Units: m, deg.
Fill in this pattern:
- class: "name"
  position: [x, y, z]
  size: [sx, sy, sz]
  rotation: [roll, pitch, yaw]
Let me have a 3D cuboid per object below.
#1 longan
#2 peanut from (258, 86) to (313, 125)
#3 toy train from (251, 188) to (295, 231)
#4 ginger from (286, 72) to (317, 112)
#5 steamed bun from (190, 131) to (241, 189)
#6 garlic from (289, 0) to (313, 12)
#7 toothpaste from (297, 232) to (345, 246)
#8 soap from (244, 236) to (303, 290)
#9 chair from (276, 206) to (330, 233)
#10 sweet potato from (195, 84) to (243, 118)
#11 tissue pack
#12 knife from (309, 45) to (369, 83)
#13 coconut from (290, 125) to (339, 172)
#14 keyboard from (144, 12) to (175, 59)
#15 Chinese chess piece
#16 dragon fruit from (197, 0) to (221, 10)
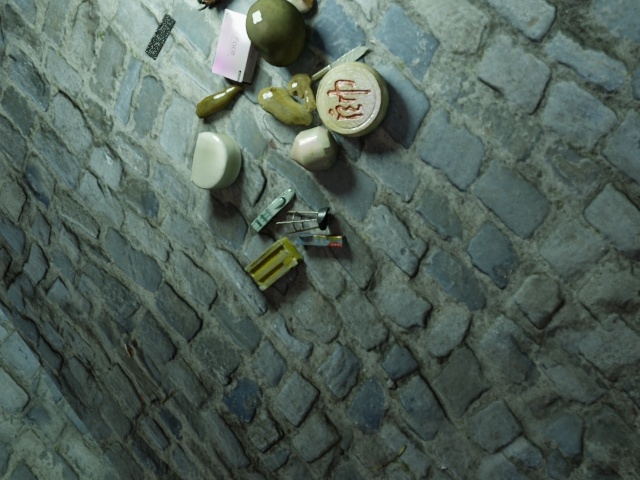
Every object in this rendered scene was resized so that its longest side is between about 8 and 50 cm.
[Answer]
- class: "longan"
  position: [-0.166, -0.768, 1.708]
  size: [0.215, 0.246, 0.245]
  rotation: [-25, 92, 44]
- class: "peanut"
  position: [-0.135, -0.523, 1.823]
  size: [0.237, 0.120, 0.110]
  rotation: [28, 144, 7]
- class: "toy train"
  position: [-0.196, -0.131, 1.959]
  size: [0.234, 0.051, 0.052]
  rotation: [-43, 89, 23]
- class: "ginger"
  position: [-0.073, -0.565, 1.775]
  size: [0.096, 0.067, 0.165]
  rotation: [-14, 78, -6]
- class: "steamed bun"
  position: [-0.429, -0.324, 1.951]
  size: [0.164, 0.146, 0.241]
  rotation: [20, 106, 19]
- class: "garlic"
  position: [-0.085, -0.932, 1.724]
  size: [0.124, 0.099, 0.174]
  rotation: [-18, 96, 38]
- class: "toothpaste"
  position: [0.000, 0.000, 1.904]
  size: [0.194, 0.070, 0.044]
  rotation: [3, 101, 20]
- class: "soap"
  position: [-0.198, 0.101, 1.998]
  size: [0.233, 0.076, 0.135]
  rotation: [-39, 87, 24]
- class: "chair"
  position: [-0.057, -0.077, 1.904]
  size: [0.222, 0.104, 0.095]
  rotation: [-7, 125, 26]
- class: "sweet potato"
  position: [-0.426, -0.581, 1.935]
  size: [0.244, 0.077, 0.077]
  rotation: [-24, 93, 24]
- class: "tissue pack"
  position: [-0.326, -0.763, 1.848]
  size: [0.149, 0.092, 0.246]
  rotation: [23, 109, 16]
- class: "knife"
  position: [0.054, -0.656, 1.771]
  size: [0.298, 0.017, 0.047]
  rotation: [-26, 98, 23]
- class: "coconut"
  position: [-0.029, -0.343, 1.794]
  size: [0.183, 0.171, 0.170]
  rotation: [-20, 94, 20]
- class: "keyboard"
  position: [-0.688, -0.874, 2.000]
  size: [0.060, 0.018, 0.195]
  rotation: [42, 113, 5]
- class: "Chinese chess piece"
  position: [0.118, -0.519, 1.728]
  size: [0.270, 0.112, 0.269]
  rotation: [5, 104, 20]
- class: "dragon fruit"
  position: [-0.422, -1.002, 1.793]
  size: [0.189, 0.182, 0.182]
  rotation: [-36, 87, -17]
